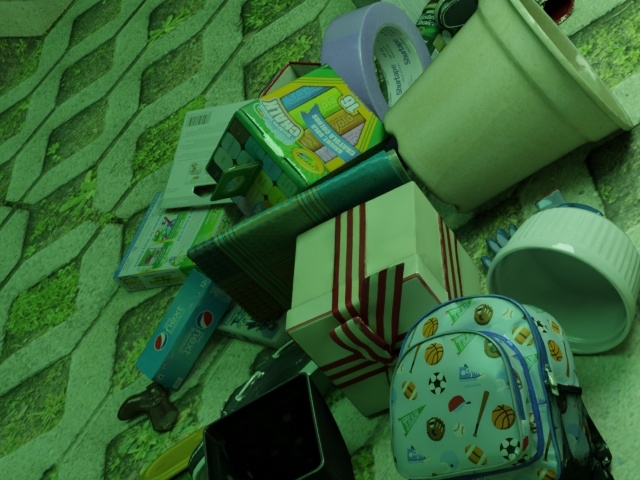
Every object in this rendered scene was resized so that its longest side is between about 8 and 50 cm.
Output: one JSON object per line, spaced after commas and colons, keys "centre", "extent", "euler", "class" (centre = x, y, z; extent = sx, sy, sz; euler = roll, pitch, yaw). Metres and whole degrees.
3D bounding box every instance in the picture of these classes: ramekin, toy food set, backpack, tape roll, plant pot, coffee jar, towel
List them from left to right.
{"centre": [-0.224, 0.383, 1.828], "extent": [0.218, 0.071, 0.128], "euler": [-33, 11, 7], "class": "toy food set"}
{"centre": [-0.044, 0.341, 1.610], "extent": [0.188, 0.167, 0.187], "euler": [-30, 36, 13], "class": "plant pot"}
{"centre": [0.000, 0.000, 1.826], "extent": [0.370, 0.271, 0.040], "euler": [-24, 54, 10], "class": "towel"}
{"centre": [0.115, -0.300, 2.076], "extent": [0.090, 0.275, 0.274], "euler": [-12, 44, 35], "class": "tape roll"}
{"centre": [0.228, -0.417, 2.271], "extent": [0.096, 0.079, 0.184], "euler": [6, 55, 46], "class": "coffee jar"}
{"centre": [0.210, 0.204, 1.446], "extent": [0.276, 0.213, 0.263], "euler": [-17, 62, 29], "class": "backpack"}
{"centre": [0.286, -0.218, 1.832], "extent": [0.305, 0.334, 0.334], "euler": [-41, 33, 20], "class": "plant pot"}
{"centre": [0.346, 0.050, 1.548], "extent": [0.207, 0.207, 0.109], "euler": [-3, 39, 41], "class": "ramekin"}

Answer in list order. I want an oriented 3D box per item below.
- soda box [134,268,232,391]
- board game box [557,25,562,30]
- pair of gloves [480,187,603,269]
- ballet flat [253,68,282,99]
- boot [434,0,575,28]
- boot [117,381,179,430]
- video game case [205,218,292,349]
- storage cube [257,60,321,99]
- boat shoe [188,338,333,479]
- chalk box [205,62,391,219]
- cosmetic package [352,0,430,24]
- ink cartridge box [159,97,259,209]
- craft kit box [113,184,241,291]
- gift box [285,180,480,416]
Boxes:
{"centre": [-0.247, 0.163, 2.034], "extent": [0.071, 0.067, 0.210], "euler": [30, 88, 50], "class": "soda box"}
{"centre": [0.340, -0.328, 2.098], "extent": [0.210, 0.047, 0.160], "euler": [7, 55, 47], "class": "board game box"}
{"centre": [0.349, -0.001, 1.752], "extent": [0.198, 0.023, 0.159], "euler": [-34, 37, 10], "class": "pair of gloves"}
{"centre": [-0.124, -0.293, 2.477], "extent": [0.074, 0.074, 0.203], "euler": [19, 67, 51], "class": "ballet flat"}
{"centre": [0.356, -0.455, 2.160], "extent": [0.236, 0.085, 0.178], "euler": [-23, 36, -9], "class": "boot"}
{"centre": [-0.310, 0.316, 2.001], "extent": [0.106, 0.037, 0.114], "euler": [-42, 39, 1], "class": "boot"}
{"centre": [-0.085, 0.044, 2.091], "extent": [0.300, 0.036, 0.329], "euler": [9, 56, 47], "class": "video game case"}
{"centre": [-0.007, -0.215, 2.167], "extent": [0.184, 0.193, 0.215], "euler": [13, 59, 49], "class": "storage cube"}
{"centre": [-0.102, 0.271, 1.769], "extent": [0.302, 0.114, 0.091], "euler": [-37, 52, -24], "class": "boat shoe"}
{"centre": [-0.058, -0.134, 1.856], "extent": [0.289, 0.179, 0.180], "euler": [-34, -12, -38], "class": "chalk box"}
{"centre": [0.169, -0.540, 2.399], "extent": [0.151, 0.151, 0.184], "euler": [-44, 34, -5], "class": "cosmetic package"}
{"centre": [-0.201, -0.173, 2.337], "extent": [0.275, 0.060, 0.239], "euler": [-3, 67, 41], "class": "ink cartridge box"}
{"centre": [-0.288, -0.016, 2.329], "extent": [0.247, 0.061, 0.250], "euler": [-11, 44, 38], "class": "craft kit box"}
{"centre": [0.114, 0.086, 1.671], "extent": [0.276, 0.255, 0.258], "euler": [-29, 34, 26], "class": "gift box"}
